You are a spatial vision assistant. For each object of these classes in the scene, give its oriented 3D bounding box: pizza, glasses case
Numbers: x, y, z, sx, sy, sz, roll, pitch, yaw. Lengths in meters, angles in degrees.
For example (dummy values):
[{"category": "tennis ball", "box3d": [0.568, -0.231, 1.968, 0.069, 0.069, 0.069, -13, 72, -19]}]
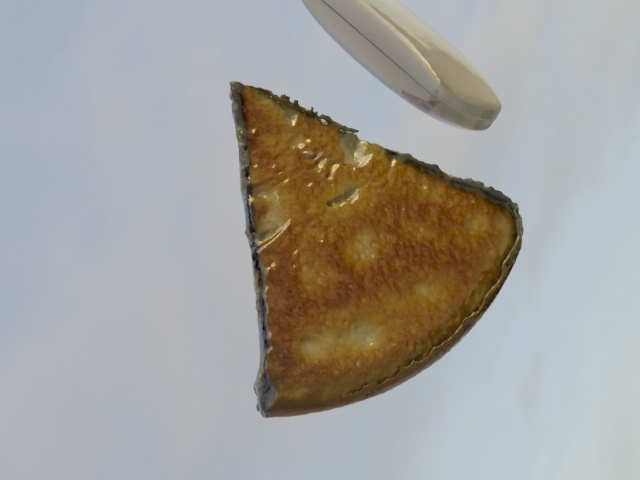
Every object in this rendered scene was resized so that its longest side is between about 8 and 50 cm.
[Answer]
[{"category": "pizza", "box3d": [0.000, 0.000, 0.893, 0.185, 0.176, 0.036, -48, 1, -28]}, {"category": "glasses case", "box3d": [0.059, -0.149, 1.362, 0.081, 0.204, 0.051, 5, -58, -47]}]
